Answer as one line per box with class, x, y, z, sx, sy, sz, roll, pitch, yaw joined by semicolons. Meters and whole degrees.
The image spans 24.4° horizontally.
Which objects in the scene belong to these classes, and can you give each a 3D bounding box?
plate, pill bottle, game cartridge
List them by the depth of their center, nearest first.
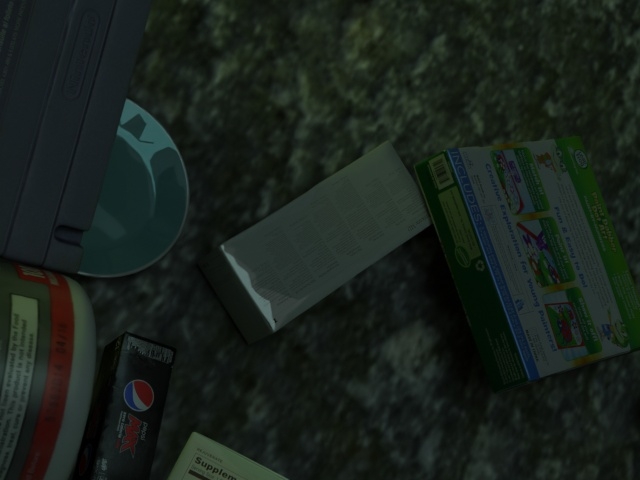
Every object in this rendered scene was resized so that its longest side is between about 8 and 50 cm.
pill bottle;-0.373;0.093;1.126;0.362;0.210;0.210;14;66;-25
game cartridge;-0.255;-0.167;1.182;0.230;0.068;0.355;16;89;-34
plate;-0.212;-0.053;1.381;0.188;0.024;0.188;10;69;-27

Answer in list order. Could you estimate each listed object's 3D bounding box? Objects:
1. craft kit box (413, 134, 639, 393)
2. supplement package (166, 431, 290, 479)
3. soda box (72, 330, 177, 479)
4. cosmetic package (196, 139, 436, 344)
craft kit box;0.229;0.017;1.552;0.246;0.061;0.250;-9;77;-44
supplement package;-0.088;0.335;1.183;0.198;0.199;0.263;27;60;0
soda box;-0.176;0.171;1.300;0.053;0.060;0.169;21;65;-21
cosmetic package;0.000;0.000;1.459;0.239;0.060;0.099;-33;89;-34
